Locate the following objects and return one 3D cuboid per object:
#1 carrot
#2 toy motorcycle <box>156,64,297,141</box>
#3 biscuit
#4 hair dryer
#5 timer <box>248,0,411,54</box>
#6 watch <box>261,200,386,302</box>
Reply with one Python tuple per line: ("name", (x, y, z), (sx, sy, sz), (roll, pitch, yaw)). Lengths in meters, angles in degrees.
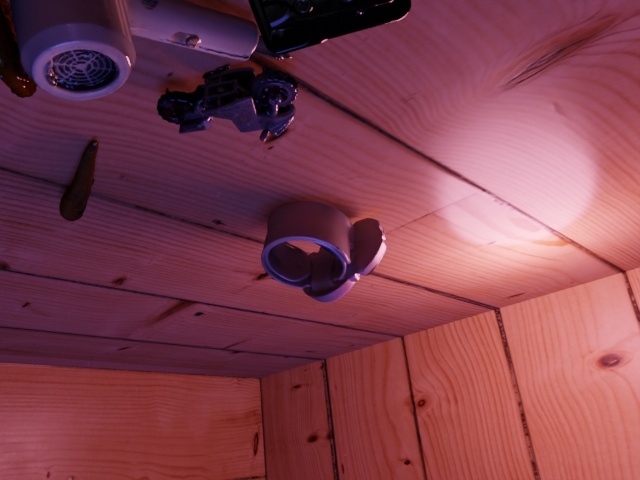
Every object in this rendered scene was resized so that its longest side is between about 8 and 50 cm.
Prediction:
("carrot", (-0.435, -0.107, 1.013), (0.049, 0.049, 0.254), (8, 149, -30))
("toy motorcycle", (-0.129, -0.200, 0.833), (0.215, 0.080, 0.122), (-7, 155, 15))
("biscuit", (-0.331, -0.237, 0.557), (0.027, 0.188, 0.188), (-23, 160, -13))
("hair dryer", (-0.161, -0.244, 0.645), (0.357, 0.173, 0.107), (-4, 160, -42))
("timer", (0.009, -0.294, 0.644), (0.187, 0.055, 0.144), (-14, 149, 6))
("watch", (0.000, 0.000, 1.259), (0.244, 0.196, 0.231), (-22, 131, 31))
